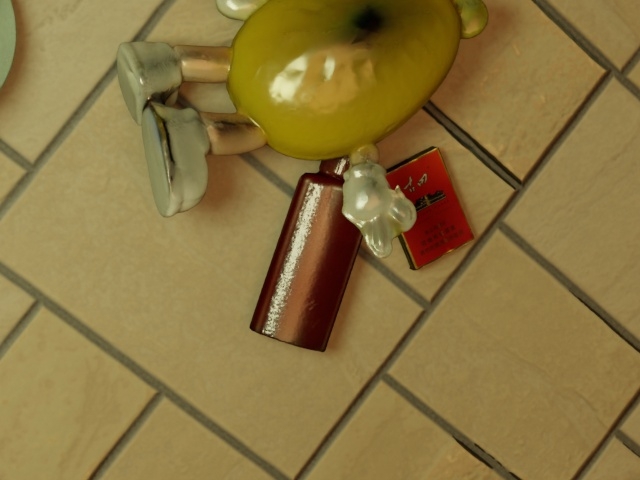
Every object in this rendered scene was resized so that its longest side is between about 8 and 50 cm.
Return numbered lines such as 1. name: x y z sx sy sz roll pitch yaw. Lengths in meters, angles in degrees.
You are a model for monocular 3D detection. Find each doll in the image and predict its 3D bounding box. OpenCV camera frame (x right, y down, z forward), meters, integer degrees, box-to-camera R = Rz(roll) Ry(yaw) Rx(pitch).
1. doll: -0.028 -0.167 1.828 0.423 0.161 0.348 11 76 -8

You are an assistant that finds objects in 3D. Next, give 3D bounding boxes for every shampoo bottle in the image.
1. shampoo bottle: 0.000 0.000 1.927 0.102 0.064 0.260 19 91 -17

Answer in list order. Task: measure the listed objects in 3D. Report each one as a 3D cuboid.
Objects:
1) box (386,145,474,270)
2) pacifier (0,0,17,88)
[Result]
1. box: 0.130 -0.040 1.984 0.090 0.023 0.133 -26 105 -15
2. pacifier: -0.445 -0.286 1.645 0.343 0.269 0.288 40 60 -22
